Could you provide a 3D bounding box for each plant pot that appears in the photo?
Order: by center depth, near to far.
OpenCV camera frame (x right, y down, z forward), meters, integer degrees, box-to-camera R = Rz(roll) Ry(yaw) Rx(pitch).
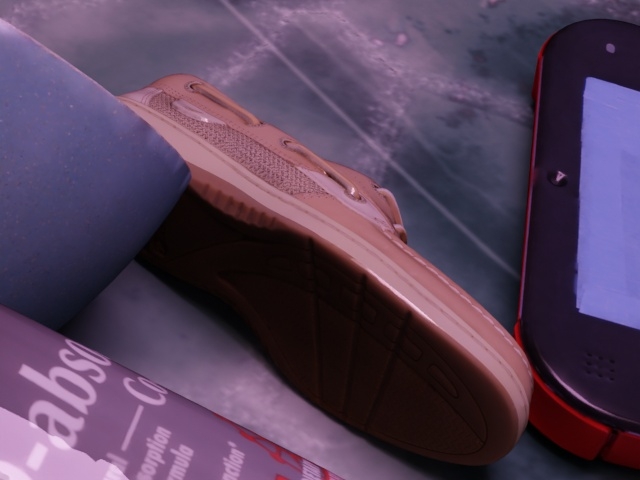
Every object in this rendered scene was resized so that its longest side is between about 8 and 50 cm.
[{"bbox_3d":[-0.241,-0.021,1.028,0.290,0.290,0.195,26,81,12],"label":"plant pot"}]

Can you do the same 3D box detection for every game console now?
[{"bbox_3d":[0.294,0.014,1.258,0.342,0.060,0.386,13,44,-1],"label":"game console"}]

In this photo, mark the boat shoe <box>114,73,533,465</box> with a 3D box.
[{"bbox_3d":[0.000,0.000,1.146,0.341,0.121,0.110,36,48,23],"label":"boat shoe"}]

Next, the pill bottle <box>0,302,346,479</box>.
[{"bbox_3d":[-0.169,0.130,0.853,0.363,0.210,0.210,28,43,-6],"label":"pill bottle"}]
